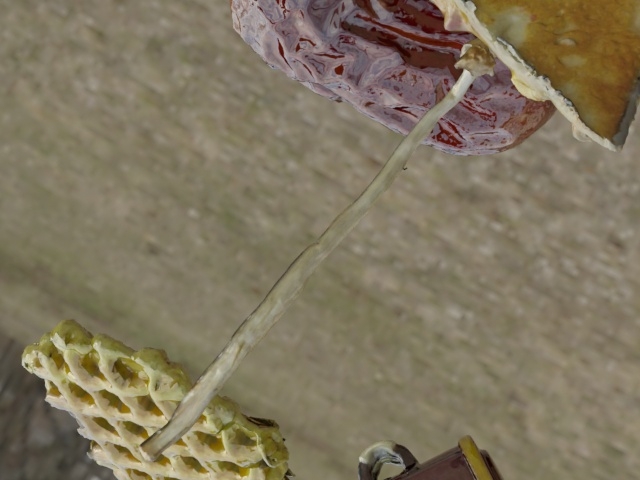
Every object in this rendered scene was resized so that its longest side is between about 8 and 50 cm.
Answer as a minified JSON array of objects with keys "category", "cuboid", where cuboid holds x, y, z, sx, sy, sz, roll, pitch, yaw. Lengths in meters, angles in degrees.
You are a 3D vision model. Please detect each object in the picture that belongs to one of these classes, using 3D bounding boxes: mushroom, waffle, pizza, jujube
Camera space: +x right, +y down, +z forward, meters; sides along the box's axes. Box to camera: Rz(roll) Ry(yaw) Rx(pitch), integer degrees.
[{"category":"mushroom","cuboid":[0.003,0.003,0.903,0.026,0.286,0.028,36,173,40]},{"category":"waffle","cuboid":[-0.149,0.171,1.573,0.291,0.051,0.291,20,148,14]},{"category":"pizza","cuboid":[0.116,-0.112,0.759,0.036,0.185,0.176,100,152,-62]},{"category":"jujube","cuboid":[0.057,-0.148,1.140,0.230,0.155,0.155,21,168,-8]}]

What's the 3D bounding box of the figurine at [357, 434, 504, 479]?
[{"category":"figurine","cuboid":[0.044,0.177,1.101,0.082,0.154,0.098,61,-175,-62]}]
